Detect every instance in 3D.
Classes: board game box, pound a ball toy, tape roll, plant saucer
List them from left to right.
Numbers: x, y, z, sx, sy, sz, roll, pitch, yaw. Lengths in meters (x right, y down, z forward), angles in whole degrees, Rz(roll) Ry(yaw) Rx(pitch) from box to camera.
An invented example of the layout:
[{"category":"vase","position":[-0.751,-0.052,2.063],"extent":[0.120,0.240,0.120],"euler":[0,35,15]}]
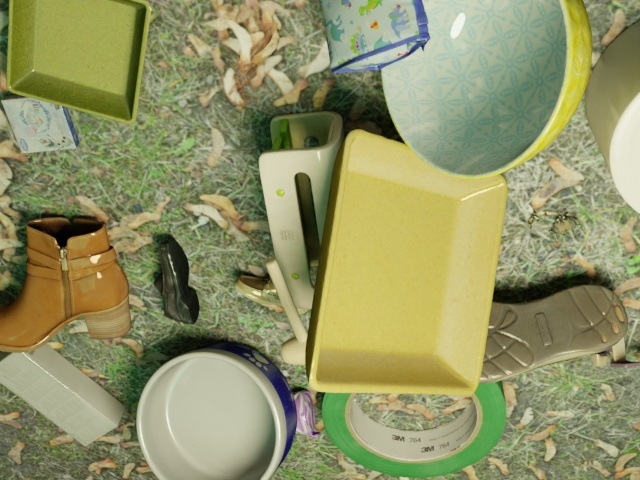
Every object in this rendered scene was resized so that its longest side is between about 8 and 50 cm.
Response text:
[{"category":"board game box","position":[-0.419,-0.177,1.201],"extent":[0.090,0.020,0.090],"euler":[-4,124,8]},{"category":"plant saucer","position":[-0.332,-0.274,1.111],"extent":[0.188,0.045,0.188],"euler":[15,125,-4]},{"category":"pound a ball toy","position":[0.000,0.000,1.166],"extent":[0.136,0.208,0.319],"euler":[-3,123,8]},{"category":"plant saucer","position":[0.111,0.042,1.117],"extent":[0.333,0.081,0.332],"euler":[11,87,-40]},{"category":"tape roll","position":[0.165,0.289,1.426],"extent":[0.321,0.077,0.321],"euler":[2,124,3]},{"category":"tape roll","position":[0.482,-0.159,1.034],"extent":[0.246,0.169,0.246],"euler":[3,125,4]}]

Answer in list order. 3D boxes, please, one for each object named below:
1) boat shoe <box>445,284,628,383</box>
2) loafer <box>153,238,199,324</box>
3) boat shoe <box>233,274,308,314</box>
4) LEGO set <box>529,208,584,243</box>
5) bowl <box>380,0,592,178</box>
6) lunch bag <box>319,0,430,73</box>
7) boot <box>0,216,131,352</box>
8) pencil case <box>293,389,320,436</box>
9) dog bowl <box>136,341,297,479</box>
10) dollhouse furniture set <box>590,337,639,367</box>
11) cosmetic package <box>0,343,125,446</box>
[{"category":"boat shoe","position":[0.302,0.164,1.275],"extent":[0.355,0.132,0.130],"euler":[-8,160,3]},{"category":"loafer","position":[-0.250,0.071,1.330],"extent":[0.061,0.062,0.170],"euler":[0,123,11]},{"category":"boat shoe","position":[-0.076,0.080,1.327],"extent":[0.135,0.050,0.045],"euler":[18,121,-19]},{"category":"LEGO set","position":[0.363,-0.027,1.228],"extent":[0.083,0.023,0.054],"euler":[30,120,1]},{"category":"bowl","position":[0.228,-0.228,1.001],"extent":[0.156,0.289,0.289],"euler":[-12,136,-40]},{"category":"lunch bag","position":[0.072,-0.284,0.975],"extent":[0.096,0.151,0.128],"euler":[-13,91,-29]},{"category":"boot","position":[-0.462,0.071,1.318],"extent":[0.283,0.109,0.220],"euler":[-1,125,4]},{"category":"pencil case","position":[-0.110,0.331,1.473],"extent":[0.206,0.086,0.088],"euler":[-12,86,15]},{"category":"dog bowl","position":[-0.178,0.313,1.390],"extent":[0.265,0.104,0.265],"euler":[1,95,15]},{"category":"dollhouse furniture set","position":[0.526,0.166,1.348],"extent":[0.114,0.091,0.081],"euler":[-3,84,-18]},{"category":"cosmetic package","position":[-0.489,0.278,1.492],"extent":[0.099,0.060,0.239],"euler":[-33,115,22]}]
